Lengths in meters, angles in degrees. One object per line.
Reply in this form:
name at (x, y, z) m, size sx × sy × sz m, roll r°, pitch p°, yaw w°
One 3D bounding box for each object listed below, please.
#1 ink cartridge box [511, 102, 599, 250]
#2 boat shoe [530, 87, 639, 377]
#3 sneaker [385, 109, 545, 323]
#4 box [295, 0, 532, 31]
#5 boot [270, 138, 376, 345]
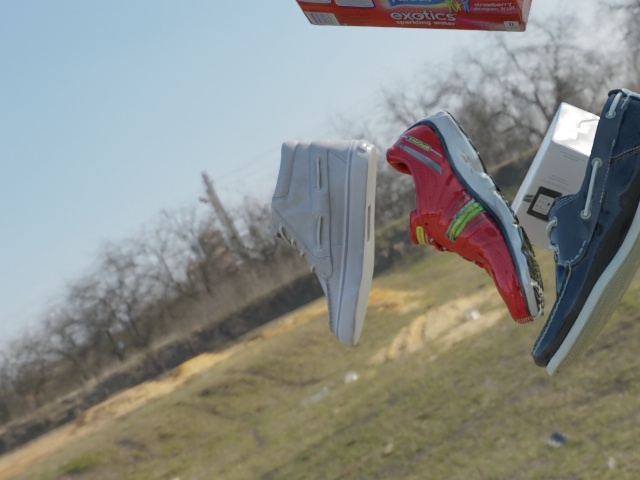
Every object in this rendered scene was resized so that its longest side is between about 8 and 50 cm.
ink cartridge box at (0.283, -0.065, 1.247) m, size 0.104 × 0.060 × 0.180 m, roll -62°, pitch -8°, yaw -50°
boat shoe at (0.217, -0.004, 0.798) m, size 0.084 × 0.079 × 0.233 m, roll 5°, pitch -71°, yaw -62°
sneaker at (0.165, -0.015, 1.173) m, size 0.118 × 0.279 × 0.107 m, roll -31°, pitch -24°, yaw 10°
box at (0.096, -0.308, 1.078) m, size 0.257 × 0.122 × 0.128 m, roll 7°, pitch -18°, yaw 23°
boot at (0.000, 0.000, 1.261) m, size 0.123 × 0.258 × 0.095 m, roll 5°, pitch 10°, yaw 13°
